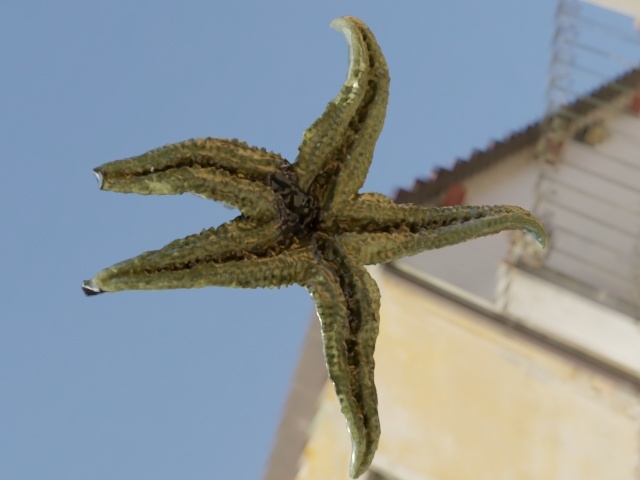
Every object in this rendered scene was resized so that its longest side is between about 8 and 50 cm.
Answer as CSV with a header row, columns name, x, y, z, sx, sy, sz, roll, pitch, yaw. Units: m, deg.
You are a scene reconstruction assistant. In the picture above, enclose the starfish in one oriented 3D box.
name,x,y,z,sx,sy,sz,roll,pitch,yaw
starfish,-0.001,0.001,0.883,0.223,0.217,0.050,0,-20,-15
